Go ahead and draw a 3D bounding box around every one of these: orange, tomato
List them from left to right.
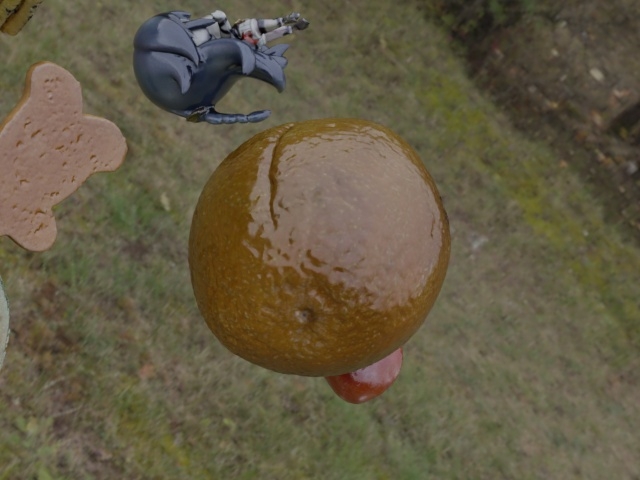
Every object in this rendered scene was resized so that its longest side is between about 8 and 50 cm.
[{"bbox_3d":[0.000,0.000,1.247,0.322,0.322,0.357,38,23,-8],"label":"orange"},{"bbox_3d":[0.065,0.203,1.762,0.069,0.155,0.155,47,20,-60],"label":"tomato"}]

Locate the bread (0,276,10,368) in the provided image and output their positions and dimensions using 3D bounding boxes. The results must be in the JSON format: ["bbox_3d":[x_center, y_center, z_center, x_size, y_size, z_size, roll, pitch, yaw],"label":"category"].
[{"bbox_3d":[-0.465,0.087,1.070,0.267,0.040,0.267,-1,93,-16],"label":"bread"}]

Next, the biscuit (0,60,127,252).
[{"bbox_3d":[-0.320,-0.063,1.028,0.250,0.036,0.165,-52,129,-21],"label":"biscuit"}]

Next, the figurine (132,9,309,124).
[{"bbox_3d":[-0.164,-0.283,1.576,0.175,0.265,0.197,53,52,-56],"label":"figurine"}]

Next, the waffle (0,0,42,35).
[{"bbox_3d":[-0.314,-0.302,1.083,0.042,0.102,0.148,24,58,-30],"label":"waffle"}]
